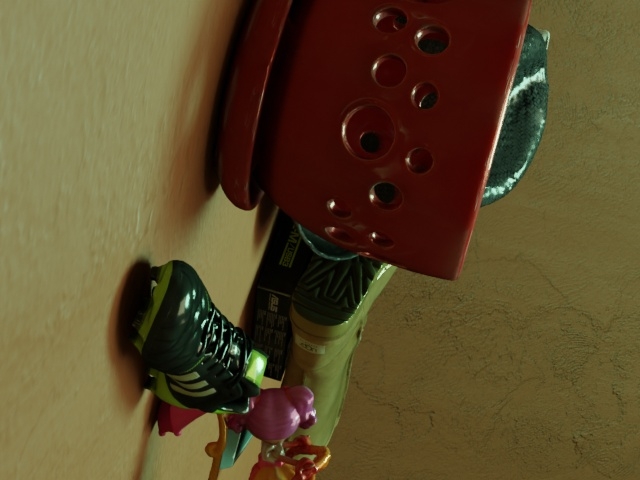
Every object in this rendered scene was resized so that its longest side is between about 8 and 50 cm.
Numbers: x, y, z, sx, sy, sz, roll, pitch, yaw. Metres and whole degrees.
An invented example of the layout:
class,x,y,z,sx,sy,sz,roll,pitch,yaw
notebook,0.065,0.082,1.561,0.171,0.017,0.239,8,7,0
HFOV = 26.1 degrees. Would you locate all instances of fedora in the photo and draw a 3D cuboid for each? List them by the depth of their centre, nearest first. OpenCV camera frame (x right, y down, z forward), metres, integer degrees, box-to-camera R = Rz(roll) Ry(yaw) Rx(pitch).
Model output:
class,x,y,z,sx,sy,sz,roll,pitch,yaw
fedora,0.107,-0.121,1.258,0.334,0.153,0.334,-34,132,-48

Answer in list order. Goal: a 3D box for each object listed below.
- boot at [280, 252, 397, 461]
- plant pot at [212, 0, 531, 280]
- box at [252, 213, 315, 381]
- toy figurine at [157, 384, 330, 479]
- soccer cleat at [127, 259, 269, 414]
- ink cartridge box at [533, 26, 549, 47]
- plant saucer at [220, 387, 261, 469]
class,x,y,z,sx,sy,sz,roll,pitch,yaw
boot,0.015,0.092,1.457,0.236,0.089,0.269,-51,162,-37
plant pot,0.032,-0.085,0.891,0.191,0.174,0.191,15,90,-87
box,-0.027,0.028,1.480,0.190,0.045,0.184,100,6,-56
toy figurine,-0.048,0.151,0.942,0.130,0.173,0.159,-103,-167,-72
soccer cleat,-0.066,0.058,0.784,0.179,0.072,0.060,95,10,-69
ink cartridge box,0.134,-0.204,1.573,0.306,0.226,0.131,-56,160,-81
plant saucer,-0.086,0.206,1.536,0.192,0.018,0.067,-25,130,-84
